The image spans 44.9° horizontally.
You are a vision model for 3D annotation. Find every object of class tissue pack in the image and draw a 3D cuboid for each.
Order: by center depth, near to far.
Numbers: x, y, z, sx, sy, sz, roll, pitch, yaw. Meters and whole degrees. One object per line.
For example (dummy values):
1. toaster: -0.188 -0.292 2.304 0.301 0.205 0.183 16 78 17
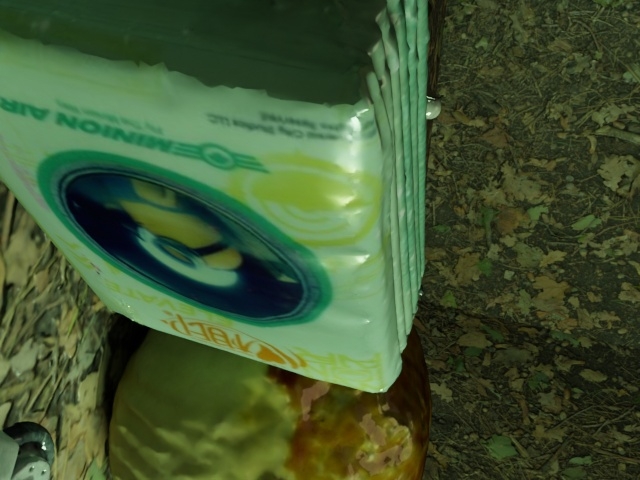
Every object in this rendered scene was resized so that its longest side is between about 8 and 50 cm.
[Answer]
1. tissue pack: -0.070 -0.051 0.538 0.388 0.288 0.162 78 31 -60

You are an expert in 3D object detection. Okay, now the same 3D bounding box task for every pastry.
1. pastry: -0.036 0.191 0.841 0.388 0.313 0.388 16 90 -78

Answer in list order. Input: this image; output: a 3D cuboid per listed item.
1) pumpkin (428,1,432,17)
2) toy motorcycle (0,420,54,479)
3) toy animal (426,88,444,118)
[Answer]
1. pumpkin: -0.003 -0.155 0.857 0.317 0.139 0.221 -56 -174 42
2. toy motorcycle: -0.245 0.154 0.412 0.170 0.110 0.260 -62 158 -14
3. toy animal: 0.069 -0.165 1.223 0.249 0.174 0.289 -120 -146 -71
